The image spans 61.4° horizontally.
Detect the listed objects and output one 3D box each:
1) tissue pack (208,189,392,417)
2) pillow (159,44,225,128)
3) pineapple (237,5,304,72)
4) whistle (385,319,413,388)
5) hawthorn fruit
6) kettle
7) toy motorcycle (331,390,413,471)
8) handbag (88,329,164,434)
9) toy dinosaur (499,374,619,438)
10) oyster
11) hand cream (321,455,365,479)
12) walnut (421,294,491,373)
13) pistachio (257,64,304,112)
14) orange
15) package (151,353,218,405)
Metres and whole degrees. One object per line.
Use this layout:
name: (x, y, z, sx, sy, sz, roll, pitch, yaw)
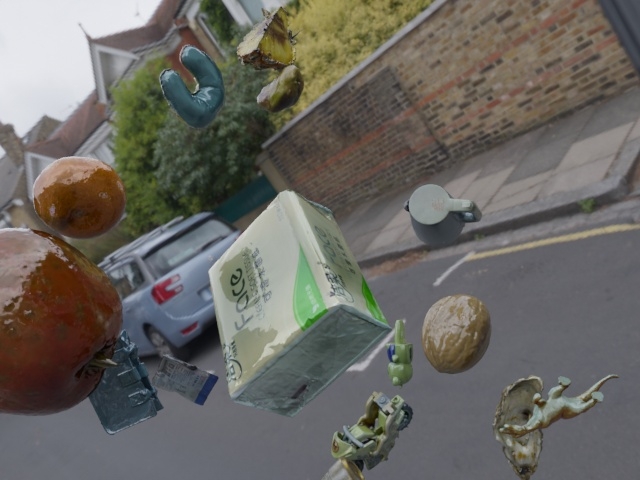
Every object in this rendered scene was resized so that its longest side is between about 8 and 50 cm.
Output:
tissue pack: (-0.072, 0.131, 1.228, 0.332, 0.205, 0.405, -45, 38, 18)
pillow: (-0.356, -0.438, 1.550, 0.086, 0.214, 0.233, 2, 52, 31)
pineapple: (-0.173, -0.623, 1.761, 0.161, 0.158, 0.335, -25, 42, 34)
whistle: (0.263, 0.380, 1.800, 0.085, 0.228, 0.105, -5, -7, 30)
hawthorn fruit: (-0.595, 0.181, 1.122, 0.402, 0.403, 0.403, -33, 9, 6)
kettle: (0.356, -0.074, 1.555, 0.210, 0.160, 0.243, 8, -6, 18)
toy motorcycle: (0.198, 0.783, 2.175, 0.410, 0.237, 0.168, -40, 35, -15)
handbag: (-0.514, 0.362, 1.385, 0.179, 0.229, 0.062, -27, 0, 16)
toy dinosaur: (0.447, 0.312, 0.989, 0.057, 0.212, 0.142, -110, 30, -47)
oyster: (0.588, 0.541, 1.574, 0.166, 0.341, 0.110, -15, 17, 13)
hand cream: (0.003, 0.556, 1.147, 0.203, 0.084, 0.084, -43, 9, 2)
walnut: (0.430, 0.299, 1.708, 0.261, 0.225, 0.225, -63, 16, -11)
pistachio: (-0.116, -0.454, 1.667, 0.110, 0.100, 0.189, 1, -31, -48)
orange: (-0.643, -0.117, 1.447, 0.240, 0.240, 0.171, -34, 51, -4)
package: (-0.401, 0.413, 1.581, 0.171, 0.173, 0.027, -58, 12, 36)
